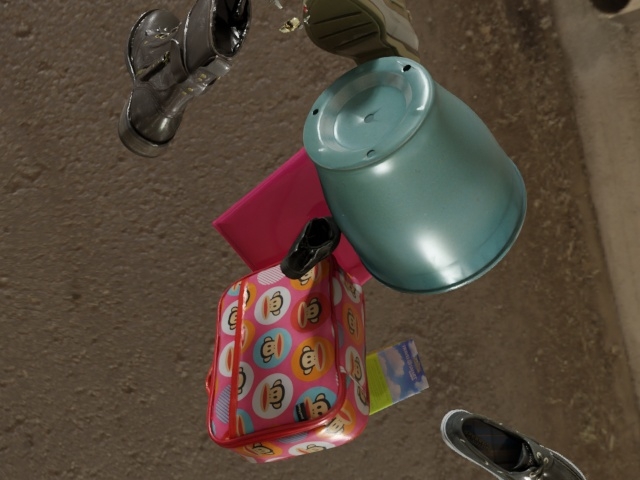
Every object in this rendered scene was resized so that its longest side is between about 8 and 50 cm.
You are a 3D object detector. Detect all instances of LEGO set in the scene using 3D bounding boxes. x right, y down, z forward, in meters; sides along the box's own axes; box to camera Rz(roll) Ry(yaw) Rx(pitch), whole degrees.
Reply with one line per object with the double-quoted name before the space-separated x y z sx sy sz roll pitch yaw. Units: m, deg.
"LEGO set" -0.032 -0.243 0.621 0.083 0.054 0.023 62 7 21

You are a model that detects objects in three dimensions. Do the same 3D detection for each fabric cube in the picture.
"fabric cube" -0.009 -0.024 1.208 0.258 0.259 0.254 -39 93 2

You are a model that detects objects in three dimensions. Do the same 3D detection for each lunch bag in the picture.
"lunch bag" -0.062 0.174 0.961 0.120 0.258 0.293 47 30 -42

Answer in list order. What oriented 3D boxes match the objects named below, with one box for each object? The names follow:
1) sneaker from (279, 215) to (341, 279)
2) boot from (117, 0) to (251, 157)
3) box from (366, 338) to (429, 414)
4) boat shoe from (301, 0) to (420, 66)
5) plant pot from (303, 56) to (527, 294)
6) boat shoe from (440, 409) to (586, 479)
"sneaker" -0.002 -0.002 0.886 0.051 0.089 0.170 41 45 3
"boot" -0.152 -0.240 0.768 0.091 0.229 0.262 19 52 -33
"box" 0.120 0.270 1.261 0.178 0.042 0.109 -15 85 -31
"boat shoe" 0.059 -0.331 0.944 0.302 0.113 0.103 12 74 -63
"plant pot" 0.115 -0.103 0.888 0.255 0.272 0.271 46 61 -46
"boat shoe" 0.172 0.192 0.560 0.142 0.040 0.049 27 72 0
